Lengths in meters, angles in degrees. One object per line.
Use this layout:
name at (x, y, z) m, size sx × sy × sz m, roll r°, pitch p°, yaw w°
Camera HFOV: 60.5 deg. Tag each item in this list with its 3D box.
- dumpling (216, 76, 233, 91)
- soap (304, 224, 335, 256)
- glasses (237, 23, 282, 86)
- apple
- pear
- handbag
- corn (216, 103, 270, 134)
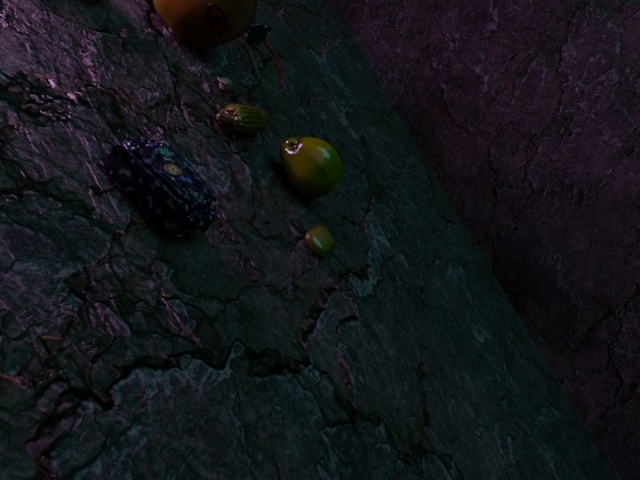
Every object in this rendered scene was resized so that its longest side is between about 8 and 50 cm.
dumpling at (-0.321, -0.524, 1.831) m, size 0.059 × 0.043 × 0.077 m, roll 32°, pitch 27°, yaw 11°
soap at (0.001, -0.001, 1.667) m, size 0.089 × 0.045 × 0.140 m, roll 48°, pitch 25°, yaw 1°
glasses at (-0.234, -0.761, 2.195) m, size 0.269 × 0.118 × 0.234 m, roll 57°, pitch 25°, yaw 12°
apple at (-0.387, -0.799, 1.797) m, size 0.339 × 0.304 × 0.339 m, roll 54°, pitch 19°, yaw -28°
pear at (-0.032, -0.246, 1.771) m, size 0.220 × 0.187 × 0.188 m, roll 50°, pitch 25°, yaw -19°
handbag at (-0.338, -0.126, 1.201) m, size 0.260 × 0.113 × 0.162 m, roll 44°, pitch 19°, yaw 3°
corn at (-0.236, -0.375, 1.717) m, size 0.097 × 0.097 × 0.261 m, roll 54°, pitch 23°, yaw 6°
